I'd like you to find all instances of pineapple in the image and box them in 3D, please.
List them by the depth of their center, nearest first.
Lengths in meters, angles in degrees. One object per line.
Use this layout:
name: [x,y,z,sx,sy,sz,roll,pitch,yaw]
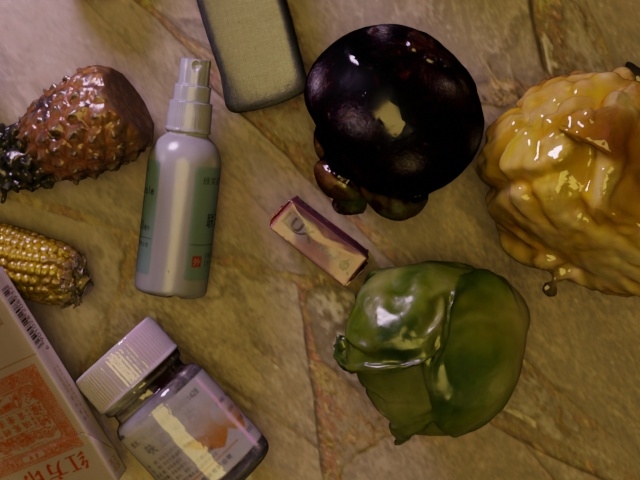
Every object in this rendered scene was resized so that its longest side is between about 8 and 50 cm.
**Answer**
pineapple: [-0.421,-0.130,1.816,0.340,0.169,0.169,-26,94,12]

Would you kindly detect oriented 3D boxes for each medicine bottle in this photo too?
medicine bottle: [-0.204,-0.094,1.823,0.110,0.110,0.351,7,95,1]
medicine bottle: [-0.220,0.262,1.827,0.165,0.165,0.273,-42,94,4]

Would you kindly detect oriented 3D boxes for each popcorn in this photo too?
popcorn: [0.406,-0.105,1.733,0.349,0.349,0.381,32,66,-1]

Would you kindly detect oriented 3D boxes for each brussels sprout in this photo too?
brussels sprout: [0.160,0.156,1.777,0.294,0.227,0.259,-27,107,-30]

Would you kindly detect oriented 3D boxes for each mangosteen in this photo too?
mangosteen: [0.094,-0.164,1.753,0.287,0.287,0.233,49,58,-3]

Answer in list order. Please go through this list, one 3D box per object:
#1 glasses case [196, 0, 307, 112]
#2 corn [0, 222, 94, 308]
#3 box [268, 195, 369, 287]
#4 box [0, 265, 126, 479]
glasses case: [-0.117,-0.354,1.817,0.131,0.074,0.323,-16,94,2]
corn: [-0.494,0.021,1.843,0.318,0.115,0.115,16,95,1]
box: [0.000,0.000,1.827,0.156,0.111,0.060,37,95,0]
box: [-0.466,0.236,1.837,0.205,0.051,0.365,-24,104,21]
